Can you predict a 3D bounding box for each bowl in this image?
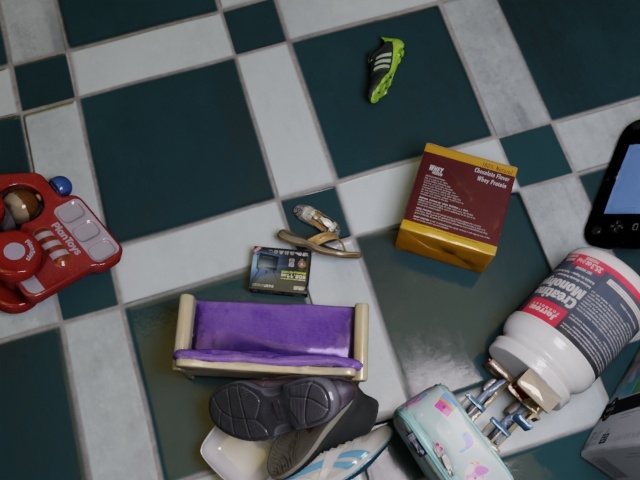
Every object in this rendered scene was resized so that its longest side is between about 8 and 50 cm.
[{"bbox_3d":[-0.136,0.389,1.369,0.142,0.053,0.142,39,77,14],"label":"bowl"}]

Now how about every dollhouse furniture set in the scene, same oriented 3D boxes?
[{"bbox_3d":[0.324,0.297,1.328,0.129,0.184,0.129,-43,76,-12],"label":"dollhouse furniture set"}]

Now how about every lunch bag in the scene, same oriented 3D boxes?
[{"bbox_3d":[0.223,0.367,1.255,0.107,0.279,0.224,-32,76,-6],"label":"lunch bag"}]

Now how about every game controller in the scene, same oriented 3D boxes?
[{"bbox_3d":[0.658,-0.121,1.487,0.067,0.166,0.319,33,72,-23],"label":"game controller"}]

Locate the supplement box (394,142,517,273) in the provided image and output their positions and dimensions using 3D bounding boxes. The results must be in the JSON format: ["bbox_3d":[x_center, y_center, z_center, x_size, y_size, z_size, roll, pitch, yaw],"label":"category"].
[{"bbox_3d":[0.273,-0.064,1.479,0.191,0.129,0.194,17,73,6],"label":"supplement box"}]

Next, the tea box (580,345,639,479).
[{"bbox_3d":[0.664,0.290,1.252,0.220,0.329,0.324,34,74,12],"label":"tea box"}]

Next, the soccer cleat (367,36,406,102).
[{"bbox_3d":[0.133,-0.382,1.629,0.072,0.060,0.179,19,66,17],"label":"soccer cleat"}]

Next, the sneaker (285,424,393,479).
[{"bbox_3d":[0.032,0.402,1.349,0.228,0.087,0.092,-30,66,-13],"label":"sneaker"}]

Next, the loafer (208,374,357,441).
[{"bbox_3d":[-0.068,0.288,1.280,0.302,0.095,0.109,-15,83,38],"label":"loafer"}]

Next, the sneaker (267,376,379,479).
[{"bbox_3d":[0.011,0.355,1.303,0.222,0.118,0.083,-47,41,5],"label":"sneaker"}]

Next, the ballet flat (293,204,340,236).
[{"bbox_3d":[-0.006,-0.046,1.522,0.114,0.041,0.041,32,75,11],"label":"ballet flat"}]

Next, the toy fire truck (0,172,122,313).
[{"bbox_3d":[-0.584,-0.018,1.471,0.254,0.169,0.302,-33,73,-35],"label":"toy fire truck"}]

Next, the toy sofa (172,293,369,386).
[{"bbox_3d":[-0.091,0.186,1.374,0.362,0.177,0.150,3,70,2],"label":"toy sofa"}]

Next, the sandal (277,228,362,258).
[{"bbox_3d":[0.000,0.000,1.487,0.180,0.072,0.049,18,94,11],"label":"sandal"}]

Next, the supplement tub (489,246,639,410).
[{"bbox_3d":[0.470,0.163,1.368,0.272,0.191,0.191,-43,76,-13],"label":"supplement tub"}]

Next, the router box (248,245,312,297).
[{"bbox_3d":[-0.082,0.064,1.486,0.122,0.038,0.092,5,72,2],"label":"router box"}]
